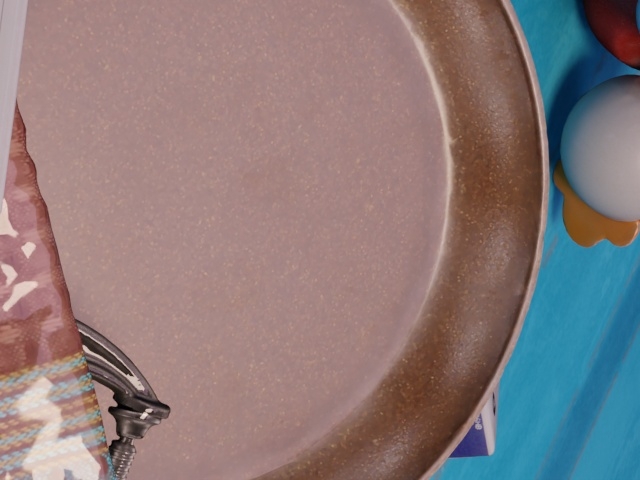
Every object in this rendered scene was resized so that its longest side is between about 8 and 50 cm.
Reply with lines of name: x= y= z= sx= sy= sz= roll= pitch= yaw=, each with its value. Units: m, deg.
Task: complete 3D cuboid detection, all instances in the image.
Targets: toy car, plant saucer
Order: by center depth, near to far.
plant saucer: x=-0.038 y=-0.011 z=0.553 sx=0.311 sy=0.050 sz=0.310 roll=-6 pitch=102 yaw=-30
toy car: x=0.245 y=-0.107 z=1.028 sx=0.219 sy=0.210 sz=0.238 roll=15 pitch=119 yaw=-44

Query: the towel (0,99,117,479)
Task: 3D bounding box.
towel: x=-0.229 y=0.060 z=0.352 sx=0.370 sy=0.040 sz=0.271 roll=-21 pitch=103 yaw=-36

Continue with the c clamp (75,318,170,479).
c clamp: x=-0.104 y=0.106 z=0.495 sx=0.137 sy=0.022 sz=0.160 roll=17 pitch=90 yaw=-27

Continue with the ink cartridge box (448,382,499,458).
ink cartridge box: x=0.075 y=-0.025 z=0.801 sx=0.224 sy=0.045 sz=0.223 roll=-79 pitch=159 yaw=-51

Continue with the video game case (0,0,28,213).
video game case: x=-0.172 y=-0.123 z=0.379 sx=0.193 sy=0.023 sz=0.212 roll=14 pitch=68 yaw=-32
